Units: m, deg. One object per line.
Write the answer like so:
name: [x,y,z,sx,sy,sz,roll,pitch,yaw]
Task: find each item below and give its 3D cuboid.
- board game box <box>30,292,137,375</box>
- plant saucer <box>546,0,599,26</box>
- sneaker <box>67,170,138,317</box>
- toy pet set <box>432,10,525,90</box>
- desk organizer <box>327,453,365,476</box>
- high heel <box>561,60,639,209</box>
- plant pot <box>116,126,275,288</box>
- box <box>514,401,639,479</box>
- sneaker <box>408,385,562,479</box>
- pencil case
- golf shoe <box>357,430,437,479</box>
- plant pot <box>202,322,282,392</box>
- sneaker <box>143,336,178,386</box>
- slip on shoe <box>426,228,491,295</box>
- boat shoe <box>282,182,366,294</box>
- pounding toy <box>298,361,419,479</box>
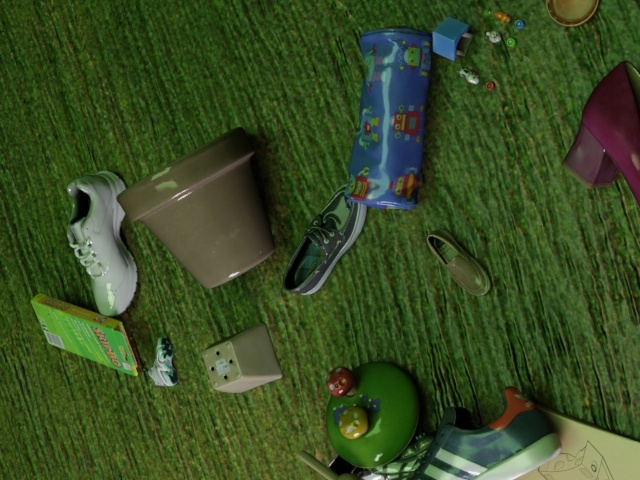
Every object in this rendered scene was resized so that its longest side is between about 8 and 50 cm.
board game box: [-0.476,0.192,2.130,0.259,0.039,0.124,17,135,33]
plant saucer: [0.388,-0.370,1.599,0.083,0.013,0.083,2,94,33]
sneaker: [-0.451,0.010,2.083,0.111,0.129,0.297,-11,88,29]
toy pet set: [0.243,-0.317,1.663,0.114,0.065,0.122,32,108,27]
desk organizer: [0.072,0.359,1.814,0.047,0.050,0.130,44,114,23]
high heel: [0.514,-0.093,1.460,0.377,0.127,0.181,38,122,29]
plant pot: [-0.200,-0.045,1.875,0.263,0.263,0.229,-25,98,31]
box: [0.400,0.361,1.624,0.201,0.021,0.164,17,101,31]
sneaker: [0.202,0.352,1.657,0.350,0.131,0.148,-33,73,14]
pencil case: [0.111,-0.199,1.723,0.133,0.119,0.306,17,104,60]
golf shoe: [0.135,0.404,1.762,0.198,0.077,0.094,-38,73,29]
plant pot: [-0.154,0.223,1.924,0.109,0.096,0.109,-24,79,31]
sneaker: [-0.325,0.244,2.067,0.069,0.038,0.098,-14,85,31]
slip on shoe: [0.224,0.036,1.707,0.051,0.041,0.135,-44,70,26]
boat shoe: [0.000,0.000,1.827,0.080,0.076,0.228,43,113,23]
pounding toy: [0.047,0.301,1.745,0.183,0.110,0.237,34,91,45]
